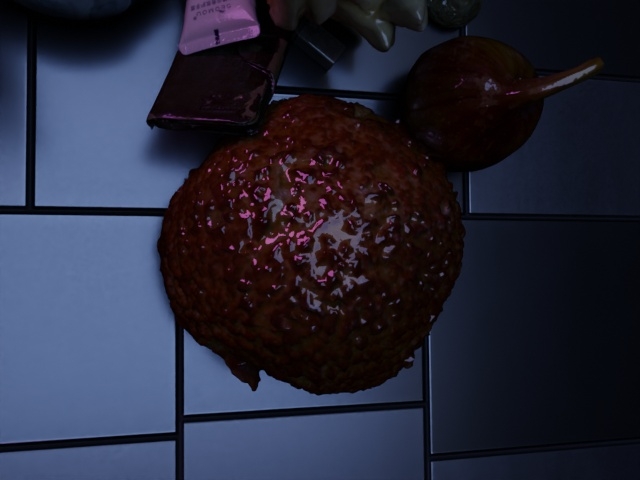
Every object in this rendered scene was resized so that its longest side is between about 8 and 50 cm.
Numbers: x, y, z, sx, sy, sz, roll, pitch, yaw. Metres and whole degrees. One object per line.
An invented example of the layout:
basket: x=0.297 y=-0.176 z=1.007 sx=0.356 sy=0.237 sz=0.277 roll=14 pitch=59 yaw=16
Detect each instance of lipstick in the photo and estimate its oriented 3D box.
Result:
lipstick: x=-0.030 y=-0.262 z=0.876 sx=0.129 sy=0.030 sz=0.030 roll=38 pitch=78 yaw=-8

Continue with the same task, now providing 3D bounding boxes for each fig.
fig: x=0.194 y=-0.165 z=0.843 sx=0.175 sy=0.207 sz=0.175 roll=-3 pitch=98 yaw=-20

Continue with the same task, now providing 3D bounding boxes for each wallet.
wallet: x=-0.099 y=-0.200 z=0.780 sx=0.121 sy=0.031 sz=0.232 roll=5 pitch=49 yaw=8

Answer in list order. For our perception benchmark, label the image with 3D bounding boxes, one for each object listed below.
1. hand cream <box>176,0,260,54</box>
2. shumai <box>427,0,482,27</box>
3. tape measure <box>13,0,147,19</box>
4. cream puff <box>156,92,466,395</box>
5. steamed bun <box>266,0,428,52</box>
hand cream: x=-0.112 y=-0.330 z=0.804 sx=0.095 sy=0.059 sz=0.276 roll=-9 pitch=67 yaw=16
shumai: x=0.179 y=-0.317 z=0.911 sx=0.083 sy=0.080 sz=0.082 roll=22 pitch=83 yaw=-15
tape measure: x=-0.255 y=-0.362 z=0.719 sx=0.256 sy=0.147 sz=0.275 roll=-39 pitch=122 yaw=-9
cream puff: x=0.003 y=0.004 z=0.772 sx=0.350 sy=0.228 sz=0.351 roll=1 pitch=88 yaw=-13
steamed bun: x=0.015 y=-0.333 z=0.765 sx=0.189 sy=0.428 sz=0.247 roll=1 pitch=131 yaw=-12
